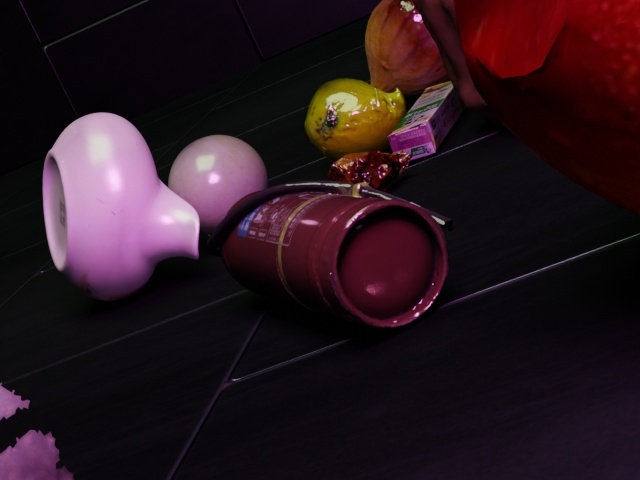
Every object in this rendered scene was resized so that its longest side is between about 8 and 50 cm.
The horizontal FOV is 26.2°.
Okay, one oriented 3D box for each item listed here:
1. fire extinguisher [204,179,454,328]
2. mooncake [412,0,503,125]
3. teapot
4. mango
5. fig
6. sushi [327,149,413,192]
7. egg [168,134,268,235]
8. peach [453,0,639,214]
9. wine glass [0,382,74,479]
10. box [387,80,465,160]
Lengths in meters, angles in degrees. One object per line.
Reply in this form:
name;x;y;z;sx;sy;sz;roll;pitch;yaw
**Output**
fire extinguisher;0.000;0.000;1.143;0.141;0.105;0.341;-14;9;-20
mooncake;0.269;-0.255;1.463;0.324;0.187;0.324;-24;15;7
teapot;-0.227;-0.042;1.505;0.139;0.204;0.298;-8;28;-20
mango;0.045;-0.141;1.624;0.119;0.100;0.178;11;12;10
fig;0.101;-0.254;1.863;0.230;0.143;0.160;-24;-8;23
sushi;0.052;-0.071;1.430;0.099;0.050;0.047;-23;6;-33
egg;-0.116;-0.064;1.569;0.114;0.114;0.152;-23;11;11
peach;0.261;-0.178;0.809;0.388;0.388;0.388;-24;13;6
wine glass;-0.304;0.191;0.756;0.357;0.190;0.190;-33;15;-34
box;0.127;-0.139;1.580;0.049;0.041;0.207;-14;15;21
